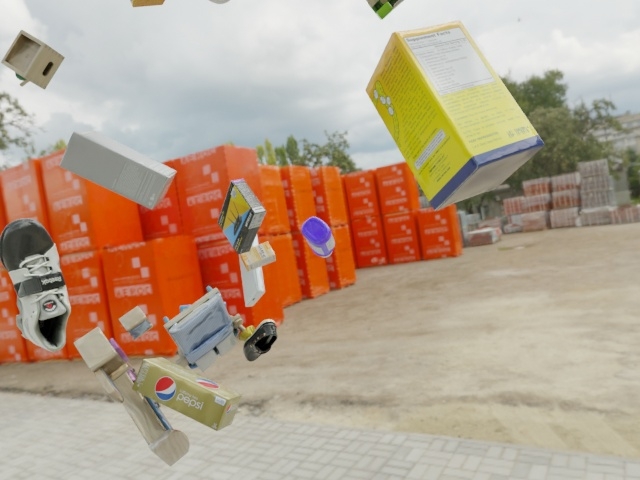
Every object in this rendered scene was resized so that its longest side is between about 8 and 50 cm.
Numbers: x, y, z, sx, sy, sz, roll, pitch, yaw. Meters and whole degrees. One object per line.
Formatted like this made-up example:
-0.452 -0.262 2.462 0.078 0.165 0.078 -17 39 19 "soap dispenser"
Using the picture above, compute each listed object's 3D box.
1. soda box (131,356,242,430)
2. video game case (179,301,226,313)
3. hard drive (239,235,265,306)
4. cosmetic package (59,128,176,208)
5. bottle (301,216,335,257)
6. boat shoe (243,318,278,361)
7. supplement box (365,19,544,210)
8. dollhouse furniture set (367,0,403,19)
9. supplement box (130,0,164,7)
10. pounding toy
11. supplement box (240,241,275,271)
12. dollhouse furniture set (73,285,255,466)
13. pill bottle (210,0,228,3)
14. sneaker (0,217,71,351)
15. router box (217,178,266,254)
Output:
-0.236 0.268 0.854 0.181 0.058 0.061 19 -5 16 "soda box"
-0.437 0.284 1.800 0.166 0.119 0.015 -3 37 -15 "video game case"
-0.294 0.100 2.017 0.040 0.308 0.203 -1 -23 -25 "hard drive"
-0.498 -0.179 1.202 0.237 0.107 0.127 29 11 -14 "cosmetic package"
0.000 0.000 1.904 0.092 0.118 0.283 -46 -18 -7 "bottle"
-0.134 0.228 1.055 0.048 0.042 0.133 12 -49 -30 "boat shoe"
0.286 -0.283 1.087 0.194 0.357 0.195 -19 -17 -22 "supplement box"
0.193 -0.997 1.799 0.151 0.301 0.198 -39 13 20 "dollhouse furniture set"
-0.668 -1.032 1.827 0.129 0.194 0.191 -26 8 -36 "supplement box"
-0.814 -0.494 1.360 0.130 0.141 0.100 32 0 19 "pounding toy"
-0.199 0.050 1.525 0.098 0.062 0.036 -22 -37 -16 "supplement box"
-0.247 0.234 0.950 0.303 0.198 0.286 -36 -28 -23 "dollhouse furniture set"
-0.344 -0.769 1.366 0.221 0.124 0.124 37 24 25 "pill bottle"
-0.651 0.111 1.135 0.146 0.331 0.122 21 30 36 "sneaker"
-0.229 -0.066 1.377 0.046 0.133 0.179 -17 -31 -38 "router box"
